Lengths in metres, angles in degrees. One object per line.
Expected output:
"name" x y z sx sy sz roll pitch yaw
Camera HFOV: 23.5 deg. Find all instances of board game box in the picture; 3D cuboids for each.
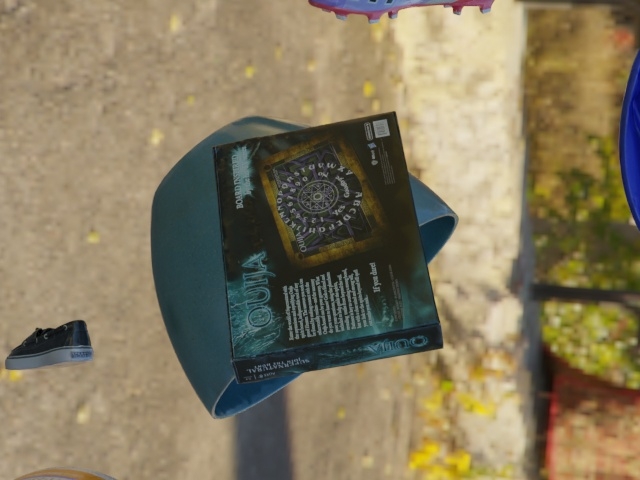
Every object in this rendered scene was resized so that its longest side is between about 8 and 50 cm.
"board game box" 0.000 0.000 0.958 0.026 0.126 0.186 77 4 -47

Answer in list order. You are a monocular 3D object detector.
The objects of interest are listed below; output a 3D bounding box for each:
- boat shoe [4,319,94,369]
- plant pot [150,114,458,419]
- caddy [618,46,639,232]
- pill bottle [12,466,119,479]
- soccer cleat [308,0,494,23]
"boat shoe" -0.261 0.103 1.488 0.049 0.142 0.040 2 81 -39
"plant pot" -0.044 -0.002 1.427 0.290 0.195 0.290 -37 168 -10
"caddy" 0.361 -0.083 1.023 0.179 0.341 0.241 12 -63 66
"pill bottle" -0.181 0.224 0.788 0.272 0.152 0.152 -28 121 -71
"soccer cleat" 0.101 -0.314 1.826 0.083 0.248 0.095 -136 -136 -61
